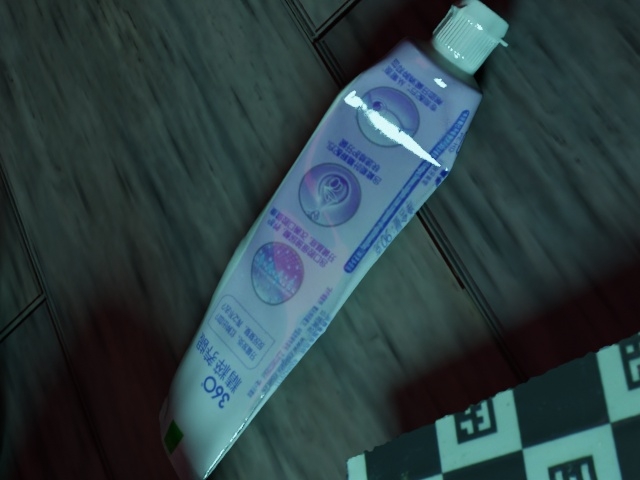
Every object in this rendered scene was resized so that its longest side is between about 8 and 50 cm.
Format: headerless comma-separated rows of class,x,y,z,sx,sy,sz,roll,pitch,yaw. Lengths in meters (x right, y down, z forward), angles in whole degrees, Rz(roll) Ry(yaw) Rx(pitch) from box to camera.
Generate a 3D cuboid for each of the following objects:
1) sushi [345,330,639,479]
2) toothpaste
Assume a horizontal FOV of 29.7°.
sushi,0.120,0.150,0.500,0.215,0.051,0.192,-30,55,31
toothpaste,0.000,0.000,0.646,0.075,0.048,0.301,42,103,27
